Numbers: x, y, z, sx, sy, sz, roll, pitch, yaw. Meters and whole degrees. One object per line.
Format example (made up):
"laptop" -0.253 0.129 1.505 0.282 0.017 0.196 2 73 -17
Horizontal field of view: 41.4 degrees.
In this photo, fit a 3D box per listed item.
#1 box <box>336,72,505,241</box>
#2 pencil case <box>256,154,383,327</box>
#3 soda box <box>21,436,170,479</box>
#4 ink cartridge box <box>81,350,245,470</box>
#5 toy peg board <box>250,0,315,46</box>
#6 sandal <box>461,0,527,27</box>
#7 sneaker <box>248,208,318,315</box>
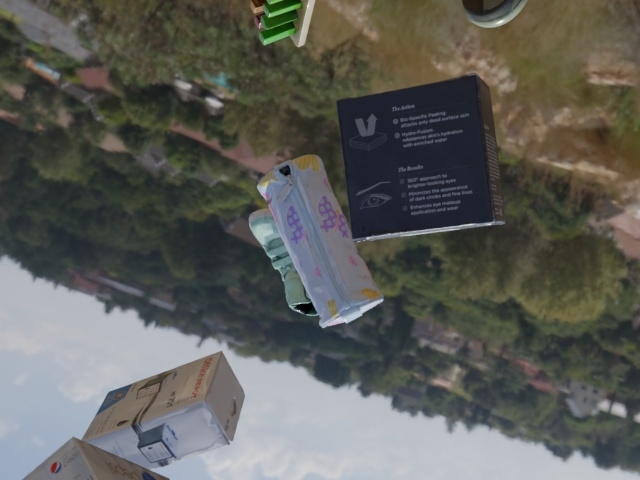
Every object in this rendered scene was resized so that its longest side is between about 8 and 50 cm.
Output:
"box" 0.111 -0.086 0.924 0.156 0.158 0.093 -7 179 21
"pencil case" 0.000 0.000 1.339 0.113 0.273 0.124 -23 173 -12
"soda box" -0.209 0.275 0.875 0.074 0.069 0.216 47 175 31
"ink cartridge box" -0.214 0.245 1.174 0.190 0.082 0.139 -22 -162 11
"toy peg board" -0.088 -0.439 1.481 0.161 0.079 0.161 58 158 17
"sandal" 0.272 -0.391 1.114 0.120 0.303 0.086 5 154 49
"sneaker" -0.061 0.051 1.769 0.094 0.151 0.256 -25 129 23
